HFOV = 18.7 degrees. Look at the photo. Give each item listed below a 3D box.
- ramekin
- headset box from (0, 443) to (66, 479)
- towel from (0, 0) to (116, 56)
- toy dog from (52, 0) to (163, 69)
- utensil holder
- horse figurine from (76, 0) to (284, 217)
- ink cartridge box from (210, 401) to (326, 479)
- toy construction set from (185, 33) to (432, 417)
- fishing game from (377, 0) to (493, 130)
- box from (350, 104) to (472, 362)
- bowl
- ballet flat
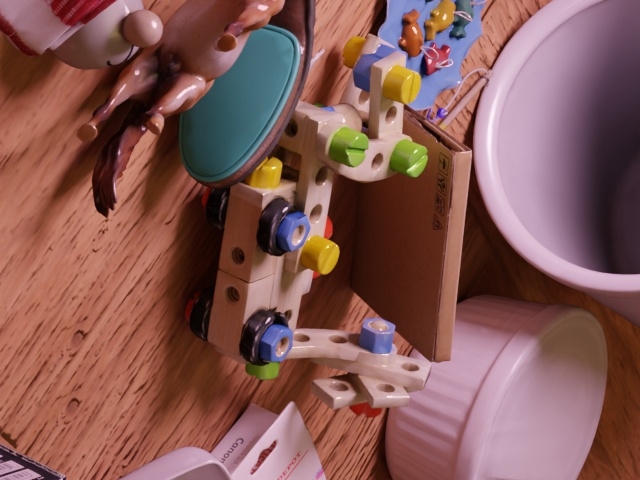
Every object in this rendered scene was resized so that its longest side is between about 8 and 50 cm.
[{"bbox_3d":[0.176,0.181,2.011,0.273,0.127,0.272,-33,133,-45],"label":"ramekin"},{"bbox_3d":[-0.317,0.292,1.318,0.246,0.131,0.283,-15,119,-54],"label":"headset box"},{"bbox_3d":[-0.122,-0.291,1.153,0.329,0.037,0.237,-39,115,3],"label":"towel"},{"bbox_3d":[-0.120,-0.270,1.273,0.220,0.161,0.333,-51,144,-27],"label":"toy dog"},{"bbox_3d":[0.377,-0.064,2.002,0.385,0.328,0.327,28,83,-61],"label":"utensil holder"},{"bbox_3d":[-0.088,-0.138,1.418,0.263,0.066,0.174,-46,-174,19],"label":"horse figurine"},{"bbox_3d":[-0.056,0.230,1.742,0.115,0.067,0.198,-50,145,-29],"label":"ink cartridge box"},{"bbox_3d":[0.000,0.000,1.639,0.215,0.151,0.327,-22,114,-50],"label":"toy construction set"},{"bbox_3d":[0.112,-0.208,1.779,0.189,0.041,0.264,-45,141,-38],"label":"fishing game"},{"bbox_3d":[0.077,-0.015,1.725,0.021,0.164,0.201,-8,117,-25],"label":"box"},{"bbox_3d":[-0.137,0.235,1.604,0.142,0.053,0.142,-29,136,-15],"label":"bowl"},{"bbox_3d":[-0.035,-0.175,1.527,0.096,0.095,0.280,-3,110,-69],"label":"ballet flat"}]
